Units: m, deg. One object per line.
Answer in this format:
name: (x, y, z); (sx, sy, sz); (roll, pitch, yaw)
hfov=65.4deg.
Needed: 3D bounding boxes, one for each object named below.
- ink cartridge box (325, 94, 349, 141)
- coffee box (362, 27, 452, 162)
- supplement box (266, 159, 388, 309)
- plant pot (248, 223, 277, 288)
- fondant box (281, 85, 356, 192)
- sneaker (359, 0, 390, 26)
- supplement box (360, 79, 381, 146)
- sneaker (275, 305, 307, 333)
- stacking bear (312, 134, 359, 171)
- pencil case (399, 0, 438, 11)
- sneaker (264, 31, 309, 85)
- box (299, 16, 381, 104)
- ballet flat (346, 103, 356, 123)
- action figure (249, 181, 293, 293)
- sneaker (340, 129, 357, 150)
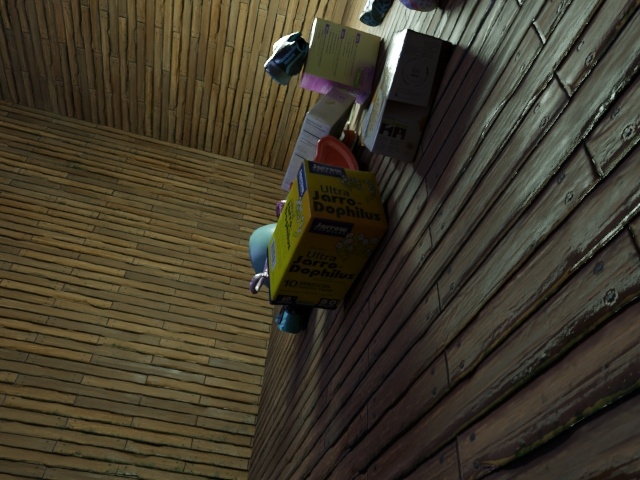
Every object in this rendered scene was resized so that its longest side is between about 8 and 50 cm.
ink cartridge box: (0.038, -0.444, 2.099); (0.201, 0.117, 0.278); (122, 159, -64)
coffee box: (0.176, -0.307, 1.061); (0.141, 0.098, 0.247); (-100, 24, -69)
supplement box: (0.000, 0.000, 1.275); (0.357, 0.194, 0.195); (117, 154, -45)
plant pot: (-0.121, 0.047, 2.027); (0.195, 0.290, 0.290); (-25, 41, 31)
fondant box: (-0.008, -0.338, 1.742); (0.238, 0.096, 0.330); (-57, -5, -45)
sneaker: (0.206, -0.846, 1.798); (0.211, 0.080, 0.081); (-12, 59, 70)
supplement box: (0.169, -0.332, 1.223); (0.233, 0.077, 0.080); (113, 164, -51)
sneaker: (-0.100, 0.261, 1.898); (0.295, 0.123, 0.179); (104, -179, -70)
stacking bear: (0.044, -0.213, 1.604); (0.176, 0.164, 0.289); (-58, -1, 5)
pencil case: (0.247, -0.626, 1.044); (0.273, 0.113, 0.124); (114, 175, -52)
sneaker: (-0.087, -0.640, 1.704); (0.139, 0.125, 0.341); (-39, 25, 27)
box: (0.069, -0.630, 1.761); (0.117, 0.242, 0.214); (145, 137, -77)
ballet flat: (0.058, -0.451, 1.897); (0.280, 0.096, 0.095); (-53, 20, 20)
action figure: (-0.095, -0.011, 1.614); (0.248, 0.275, 0.371); (100, 164, -79)
sneaker: (0.081, -0.322, 1.812); (0.064, 0.067, 0.175); (-97, 20, -62)
